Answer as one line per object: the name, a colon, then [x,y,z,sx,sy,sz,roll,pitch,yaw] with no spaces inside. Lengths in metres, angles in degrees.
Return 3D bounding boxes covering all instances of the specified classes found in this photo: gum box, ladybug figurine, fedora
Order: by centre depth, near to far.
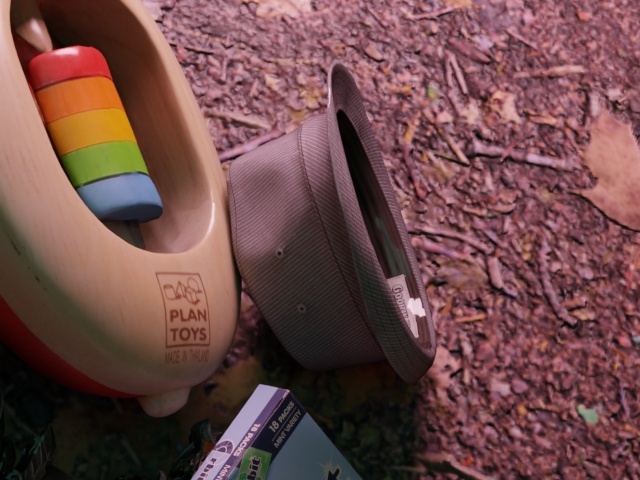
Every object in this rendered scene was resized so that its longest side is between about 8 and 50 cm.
gum box: [-0.032,0.234,1.528,0.157,0.041,0.184,-54,126,-24]
ladybug figurine: [-0.216,-0.059,1.552,0.305,0.162,0.449,4,62,-55]
fedora: [0.000,0.000,1.601,0.124,0.243,0.275,-18,103,11]

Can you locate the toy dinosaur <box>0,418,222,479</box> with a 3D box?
toy dinosaur: [-0.183,0.259,1.489,0.218,0.164,0.322,45,44,-11]

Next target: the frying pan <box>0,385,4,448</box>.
frying pan: [-0.339,0.219,1.431,0.053,0.197,0.326,56,36,-29]
